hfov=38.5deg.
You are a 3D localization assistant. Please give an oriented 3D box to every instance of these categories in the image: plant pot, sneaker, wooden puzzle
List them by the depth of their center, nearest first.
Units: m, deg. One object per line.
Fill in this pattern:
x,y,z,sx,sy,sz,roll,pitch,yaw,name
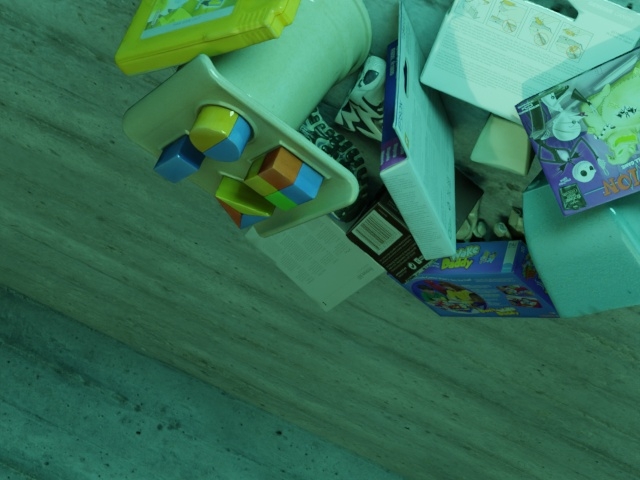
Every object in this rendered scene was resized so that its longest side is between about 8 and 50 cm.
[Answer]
-0.153,-0.130,1.560,0.348,0.081,0.322,39,149,-22,wooden puzzle
-0.115,-0.307,1.640,0.333,0.306,0.334,19,150,12,plant pot
0.512,-0.046,1.650,0.252,0.247,0.247,54,145,-11,plant pot
0.344,-0.199,1.664,0.109,0.109,0.096,18,138,14,plant pot
0.127,-0.255,1.748,0.153,0.094,0.235,26,154,-5,sneaker
-0.020,-0.182,1.906,0.330,0.129,0.147,58,158,1,sneaker

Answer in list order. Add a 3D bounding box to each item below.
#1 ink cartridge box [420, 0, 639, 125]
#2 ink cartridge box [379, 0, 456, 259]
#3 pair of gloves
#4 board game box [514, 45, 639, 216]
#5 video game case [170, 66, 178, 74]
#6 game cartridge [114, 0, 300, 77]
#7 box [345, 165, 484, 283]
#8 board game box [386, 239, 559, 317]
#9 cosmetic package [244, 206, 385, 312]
0.345,-0.319,1.501,0.296,0.066,0.261,24,132,4,ink cartridge box
0.160,-0.189,1.596,0.071,0.324,0.330,-12,137,21,ink cartridge box
0.364,-0.022,1.994,0.240,0.042,0.204,23,151,7,pair of gloves
0.498,-0.189,1.421,0.346,0.056,0.208,-23,98,35,board game box
-0.215,-0.300,1.913,0.206,0.026,0.227,-13,107,54,video game case
-0.160,-0.408,1.489,0.323,0.285,0.053,-8,140,32,game cartridge
0.192,-0.055,1.879,0.167,0.203,0.168,40,148,-2,box
0.360,0.094,2.102,0.347,0.078,0.233,-3,149,44,board game box
0.000,0.000,2.131,0.284,0.097,0.377,45,153,-2,cosmetic package
